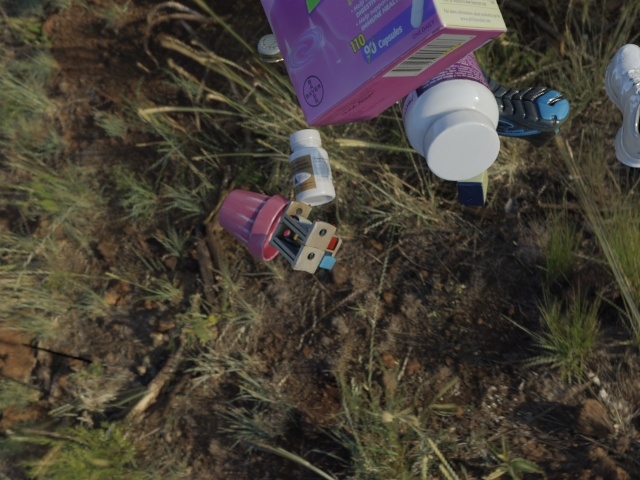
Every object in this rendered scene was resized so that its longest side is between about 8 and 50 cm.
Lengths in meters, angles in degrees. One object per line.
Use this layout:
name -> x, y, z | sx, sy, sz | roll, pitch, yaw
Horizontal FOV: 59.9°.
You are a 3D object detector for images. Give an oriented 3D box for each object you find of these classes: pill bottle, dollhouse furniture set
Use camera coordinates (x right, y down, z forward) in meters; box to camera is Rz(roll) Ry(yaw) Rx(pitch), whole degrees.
pill bottle -> -0.034, -0.238, 1.818 | 0.131, 0.131, 0.229 | -15, 77, 23
dollhouse furniture set -> 0.000, 0.000, 1.352 | 0.129, 0.184, 0.129 | 41, 109, 47
pill bottle -> 0.234, -0.254, 1.043 | 0.169, 0.169, 0.301 | -24, 42, 19

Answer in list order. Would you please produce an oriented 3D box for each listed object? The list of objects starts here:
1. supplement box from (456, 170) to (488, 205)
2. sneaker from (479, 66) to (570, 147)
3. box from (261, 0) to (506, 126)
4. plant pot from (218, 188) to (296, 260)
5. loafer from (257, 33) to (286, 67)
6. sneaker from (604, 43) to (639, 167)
supplement box -> 0.350, -0.136, 1.276 | 0.056, 0.083, 0.083 | 5, 60, 23
sneaker -> 0.389, -0.309, 1.300 | 0.341, 0.139, 0.125 | 26, 70, 15
box -> 0.047, -0.285, 0.618 | 0.214, 0.117, 0.242 | -24, 84, 49
plant pot -> -0.199, -0.063, 1.684 | 0.180, 0.201, 0.201 | 25, 85, 14
loafer -> -0.082, -0.488, 1.442 | 0.094, 0.251, 0.087 | 17, 121, 19
sneaker -> 0.731, -0.321, 1.264 | 0.111, 0.129, 0.297 | -4, 75, 8
